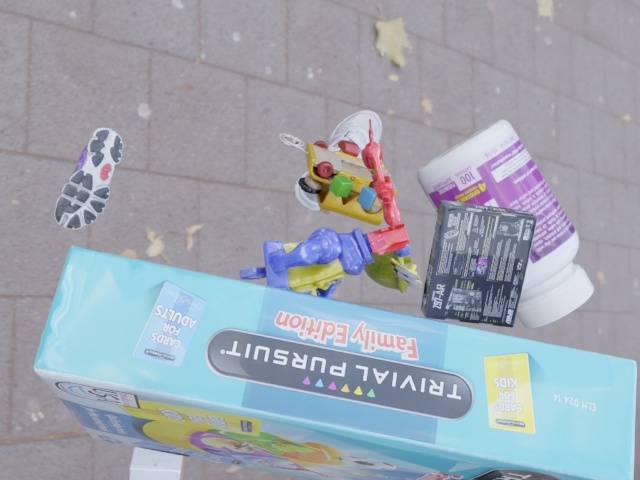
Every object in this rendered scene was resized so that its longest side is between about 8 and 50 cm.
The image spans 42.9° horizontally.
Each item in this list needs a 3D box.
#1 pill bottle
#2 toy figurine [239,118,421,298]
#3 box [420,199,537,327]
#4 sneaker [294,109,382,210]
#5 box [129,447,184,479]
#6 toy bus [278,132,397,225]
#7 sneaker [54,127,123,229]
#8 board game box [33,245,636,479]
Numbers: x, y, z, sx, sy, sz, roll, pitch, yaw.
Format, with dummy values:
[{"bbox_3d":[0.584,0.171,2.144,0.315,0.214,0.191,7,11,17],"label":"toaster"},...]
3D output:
[{"bbox_3d":[0.293,-0.021,1.269,0.169,0.169,0.301,-34,92,-40],"label":"pill bottle"},{"bbox_3d":[0.000,0.000,1.050,0.362,0.217,0.191,41,33,-82],"label":"toy figurine"},{"bbox_3d":[0.111,0.017,0.575,0.067,0.018,0.083,6,105,-6],"label":"box"},{"bbox_3d":[0.054,-0.171,1.701,0.103,0.111,0.252,37,76,-12],"label":"sneaker"},{"bbox_3d":[-0.302,0.423,1.522,0.091,0.170,0.130,5,114,-6],"label":"box"},{"bbox_3d":[0.031,-0.097,1.430,0.191,0.202,0.104,-14,136,-53],"label":"toy bus"},{"bbox_3d":[-0.356,-0.091,1.255,0.068,0.071,0.170,32,68,-25],"label":"sneaker"},{"bbox_3d":[0.000,0.116,0.568,0.336,0.254,0.079,12,67,-3],"label":"board game box"}]
